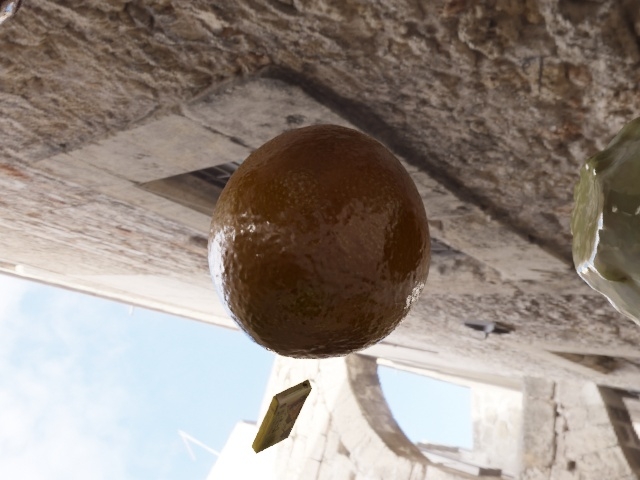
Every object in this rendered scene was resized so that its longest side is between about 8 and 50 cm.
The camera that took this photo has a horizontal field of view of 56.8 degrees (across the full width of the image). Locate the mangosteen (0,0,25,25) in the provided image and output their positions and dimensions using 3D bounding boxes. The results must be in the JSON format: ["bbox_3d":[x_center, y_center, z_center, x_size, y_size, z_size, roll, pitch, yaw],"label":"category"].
[{"bbox_3d":[-0.441,-0.368,0.708,0.215,0.215,0.257,53,-150,-30],"label":"mangosteen"}]

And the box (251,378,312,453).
[{"bbox_3d":[-0.063,0.288,0.964,0.073,0.020,0.149,-14,-42,-40],"label":"box"}]

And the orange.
[{"bbox_3d":[0.000,0.000,0.505,0.206,0.206,0.205,1,-91,-44],"label":"orange"}]

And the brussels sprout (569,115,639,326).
[{"bbox_3d":[0.367,0.004,0.445,0.273,0.317,0.243,68,-157,-2],"label":"brussels sprout"}]
